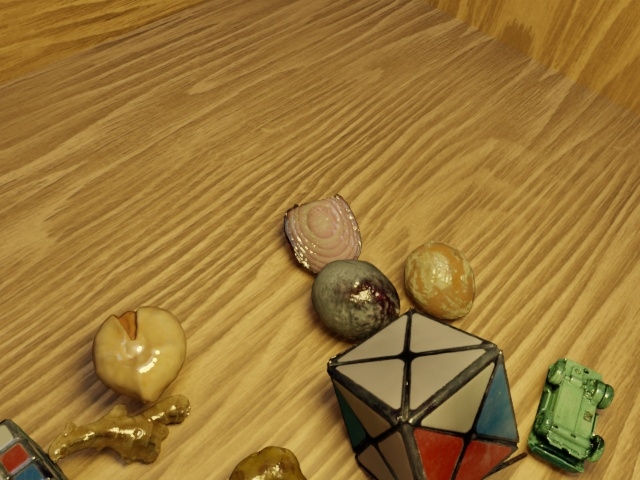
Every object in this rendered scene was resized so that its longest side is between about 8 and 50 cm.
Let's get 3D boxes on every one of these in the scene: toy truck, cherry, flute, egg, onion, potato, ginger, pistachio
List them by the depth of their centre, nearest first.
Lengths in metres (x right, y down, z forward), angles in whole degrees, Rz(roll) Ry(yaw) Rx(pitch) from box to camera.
[{"bbox_3d":[-0.096,0.639,1.146,0.176,0.195,0.369,-19,63,9],"label":"potato"},{"bbox_3d":[-0.462,0.453,1.259,0.334,0.081,0.148,5,80,-38],"label":"ginger"},{"bbox_3d":[-0.439,0.276,1.317,0.230,0.309,0.230,-1,92,-17],"label":"pistachio"},{"bbox_3d":[0.406,0.586,1.331,0.269,0.014,0.014,-17,56,-18],"label":"flute"},{"bbox_3d":[0.637,0.444,1.374,0.155,0.156,0.279,25,55,13],"label":"toy truck"},{"bbox_3d":[0.096,0.161,1.485,0.255,0.296,0.218,37,85,15],"label":"cherry"},{"bbox_3d":[0.348,0.119,1.566,0.203,0.203,0.245,-28,84,-24],"label":"egg"},{"bbox_3d":[0.000,0.000,1.689,0.250,0.111,0.247,-16,78,-30],"label":"onion"}]

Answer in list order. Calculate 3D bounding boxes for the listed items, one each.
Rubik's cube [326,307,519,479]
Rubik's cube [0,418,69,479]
[{"bbox_3d":[0.228,0.384,1.233,0.307,0.305,0.310,-28,25,-23],"label":"Rubik's cube"},{"bbox_3d":[-0.623,0.586,1.049,0.293,0.292,0.287,39,58,20],"label":"Rubik's cube"}]
